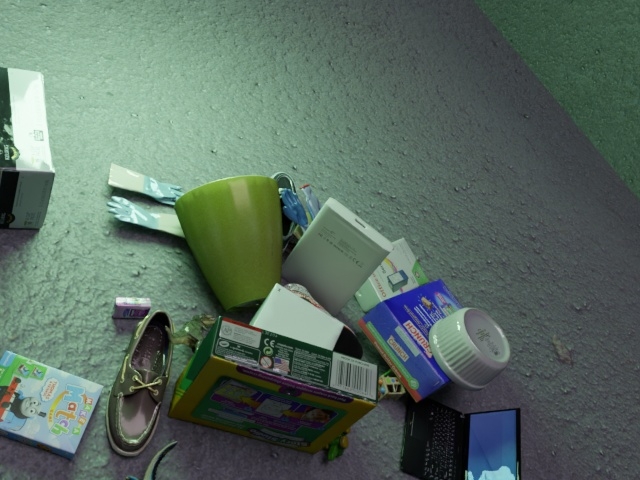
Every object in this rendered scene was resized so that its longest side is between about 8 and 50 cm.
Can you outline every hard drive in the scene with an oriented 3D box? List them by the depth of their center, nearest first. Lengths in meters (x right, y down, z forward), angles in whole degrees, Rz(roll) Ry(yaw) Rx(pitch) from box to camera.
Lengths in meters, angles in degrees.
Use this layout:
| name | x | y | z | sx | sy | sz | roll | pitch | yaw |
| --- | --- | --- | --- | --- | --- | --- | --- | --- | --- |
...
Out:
| name | x | y | z | sx | sy | sz | roll | pitch | yaw |
| --- | --- | --- | --- | --- | --- | --- | --- | --- | --- |
| hard drive | 0.033 | 0.051 | 1.805 | 0.203 | 0.307 | 0.040 | 38 | 44 | 2 |

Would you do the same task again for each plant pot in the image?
| name | x | y | z | sx | sy | sz | roll | pitch | yaw |
| --- | --- | --- | --- | --- | --- | --- | --- | --- | --- |
| plant pot | -0.206 | 0.023 | 1.745 | 0.275 | 0.275 | 0.293 | -6 | 74 | -34 |

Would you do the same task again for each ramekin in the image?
| name | x | y | z | sx | sy | sz | roll | pitch | yaw |
| --- | --- | --- | --- | --- | --- | --- | --- | --- | --- |
| ramekin | 0.391 | 0.270 | 1.769 | 0.207 | 0.109 | 0.207 | 28 | 37 | -24 |

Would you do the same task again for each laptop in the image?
| name | x | y | z | sx | sy | sz | roll | pitch | yaw |
| --- | --- | --- | --- | --- | --- | --- | --- | --- | --- |
| laptop | 0.358 | 0.502 | 1.748 | 0.264 | 0.136 | 0.234 | 26 | 44 | -10 |

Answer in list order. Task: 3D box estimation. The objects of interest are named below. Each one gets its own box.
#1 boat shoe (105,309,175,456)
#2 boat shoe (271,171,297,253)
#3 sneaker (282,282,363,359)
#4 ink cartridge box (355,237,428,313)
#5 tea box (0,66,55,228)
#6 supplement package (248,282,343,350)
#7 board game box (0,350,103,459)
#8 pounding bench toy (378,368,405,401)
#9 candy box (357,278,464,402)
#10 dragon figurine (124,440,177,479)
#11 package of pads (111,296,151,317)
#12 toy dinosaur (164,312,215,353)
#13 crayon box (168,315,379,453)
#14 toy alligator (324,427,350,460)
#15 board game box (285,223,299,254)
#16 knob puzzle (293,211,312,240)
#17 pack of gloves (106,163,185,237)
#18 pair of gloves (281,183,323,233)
| name | x | y | z | sx | sy | sz | roll | pitch | yaw |
| --- | --- | --- | --- | --- | --- | --- | --- | --- | --- |
| boat shoe | -0.384 | 0.300 | 1.496 | 0.117 | 0.096 | 0.324 | 19 | 46 | -16 |
| boat shoe | -0.109 | -0.099 | 1.955 | 0.108 | 0.102 | 0.301 | 21 | 46 | -14 |
| sneaker | -0.001 | 0.214 | 1.801 | 0.270 | 0.090 | 0.145 | 42 | 3 | -28 |
| ink cartridge box | 0.188 | 0.101 | 2.000 | 0.212 | 0.093 | 0.154 | -20 | 76 | -38 |
| tea box | -0.810 | -0.221 | 1.588 | 0.324 | 0.220 | 0.329 | 0 | 55 | -31 |
| supplement package | -0.088 | 0.252 | 1.639 | 0.194 | 0.203 | 0.149 | 32 | 44 | -3 |
| board game box | -0.572 | 0.332 | 1.397 | 0.212 | 0.039 | 0.160 | 24 | 45 | -13 |
| pounding bench toy | 0.173 | 0.372 | 1.804 | 0.065 | 0.052 | 0.083 | 6 | 51 | -27 |
| candy box | 0.297 | 0.265 | 1.887 | 0.317 | 0.122 | 0.268 | -11 | 59 | -51 |
| dragon figurine | -0.347 | 0.536 | 1.329 | 0.144 | 0.085 | 0.289 | 41 | 45 | 5 |
| package of pads | -0.443 | 0.158 | 1.613 | 0.083 | 0.050 | 0.032 | 5 | 47 | -28 |
| toy dinosaur | -0.289 | 0.234 | 1.585 | 0.118 | 0.064 | 0.268 | 57 | 6 | 3 |
| crayon box | -0.106 | 0.325 | 1.487 | 0.363 | 0.313 | 0.106 | 20 | 49 | -16 |
| toy alligator | 0.047 | 0.454 | 1.665 | 0.189 | 0.056 | 0.051 | -77 | 148 | -45 |
| board game box | -0.048 | 0.000 | 2.002 | 0.281 | 0.027 | 0.145 | 39 | 45 | 3 |
| knob puzzle | 0.000 | 0.000 | 1.972 | 0.213 | 0.030 | 0.213 | 35 | 36 | -32 |
| pack of gloves | -0.459 | -0.092 | 1.834 | 0.232 | 0.046 | 0.195 | 17 | 41 | -27 |
| pair of gloves | -0.042 | -0.079 | 1.923 | 0.198 | 0.023 | 0.159 | -24 | 86 | -59 |
